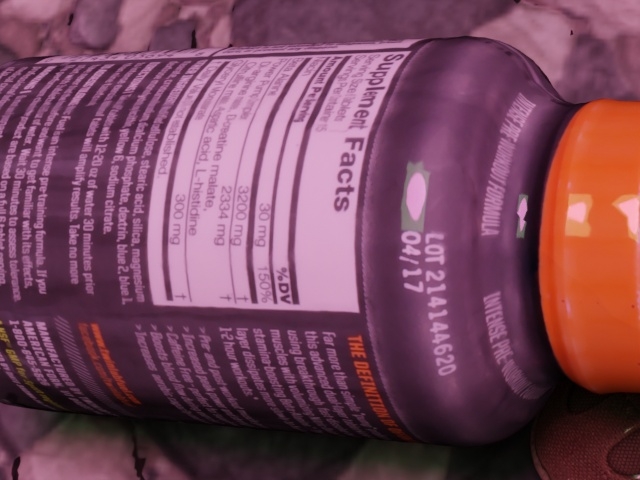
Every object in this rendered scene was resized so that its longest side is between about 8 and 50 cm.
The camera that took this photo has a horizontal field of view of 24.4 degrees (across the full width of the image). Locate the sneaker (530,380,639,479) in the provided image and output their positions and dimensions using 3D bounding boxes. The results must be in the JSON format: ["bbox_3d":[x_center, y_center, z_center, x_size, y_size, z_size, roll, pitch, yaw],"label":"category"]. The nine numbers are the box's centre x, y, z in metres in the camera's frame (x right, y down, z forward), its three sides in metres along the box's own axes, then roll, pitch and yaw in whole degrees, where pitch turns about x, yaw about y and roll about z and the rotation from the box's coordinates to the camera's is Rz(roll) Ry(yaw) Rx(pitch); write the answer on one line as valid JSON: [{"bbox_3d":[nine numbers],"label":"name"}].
[{"bbox_3d":[0.147,0.019,0.487,0.188,0.071,0.066,-34,61,-1],"label":"sneaker"}]

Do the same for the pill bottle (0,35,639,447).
[{"bbox_3d":[0.000,0.000,0.489,0.246,0.130,0.130,2,67,27],"label":"pill bottle"}]
